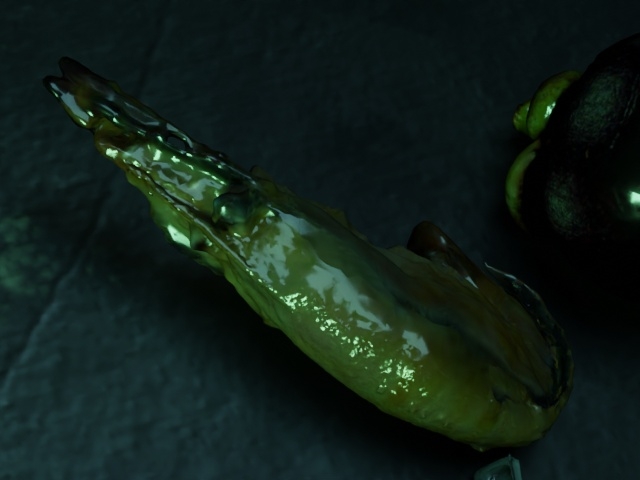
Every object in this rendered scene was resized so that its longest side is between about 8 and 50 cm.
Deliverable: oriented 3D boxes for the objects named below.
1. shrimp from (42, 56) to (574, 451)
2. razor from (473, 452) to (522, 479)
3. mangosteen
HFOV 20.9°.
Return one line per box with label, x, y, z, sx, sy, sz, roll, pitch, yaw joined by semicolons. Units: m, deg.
shrimp;-0.007;0.005;0.762;0.262;0.066;0.117;38;24;0
razor;-0.014;0.120;0.694;0.211;0.036;0.084;5;53;-15
mangosteen;0.150;-0.040;0.812;0.151;0.137;0.137;21;43;42
